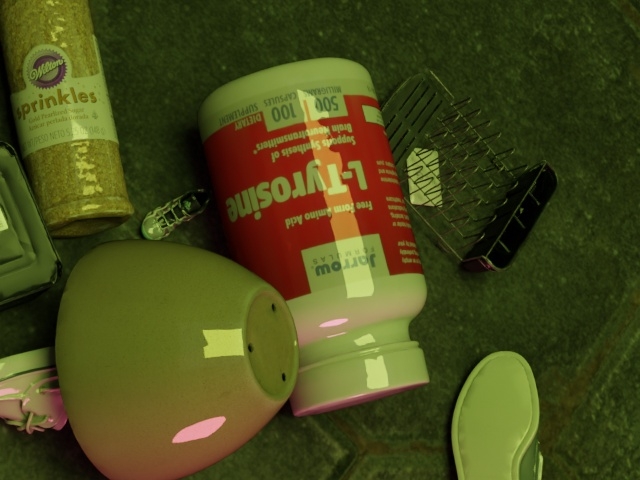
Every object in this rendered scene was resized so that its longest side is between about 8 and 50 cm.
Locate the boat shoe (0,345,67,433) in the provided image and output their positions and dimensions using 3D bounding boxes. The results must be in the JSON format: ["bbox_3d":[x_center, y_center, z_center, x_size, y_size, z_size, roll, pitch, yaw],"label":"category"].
[{"bbox_3d":[-0.315,0.174,1.739,0.267,0.096,0.088,-10,75,-42],"label":"boat shoe"}]

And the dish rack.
[{"bbox_3d":[0.191,-0.103,2.145,0.271,0.074,0.208,46,54,-15],"label":"dish rack"}]

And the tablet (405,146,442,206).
[{"bbox_3d":[0.145,-0.089,2.161,0.054,0.006,0.083,6,71,-30],"label":"tablet"}]

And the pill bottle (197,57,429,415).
[{"bbox_3d":[0.000,0.000,1.905,0.229,0.229,0.408,-8,79,-34],"label":"pill bottle"}]

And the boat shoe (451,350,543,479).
[{"bbox_3d":[0.239,0.306,2.056,0.099,0.116,0.319,61,29,-57],"label":"boat shoe"}]

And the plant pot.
[{"bbox_3d":[-0.136,0.128,1.728,0.284,0.191,0.284,30,55,-58],"label":"plant pot"}]

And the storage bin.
[{"bbox_3d":[-0.386,-0.009,1.752,0.122,0.084,0.180,-21,87,-31],"label":"storage bin"}]

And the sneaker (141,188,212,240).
[{"bbox_3d":[-0.175,-0.038,1.906,0.098,0.069,0.038,-39,96,-35],"label":"sneaker"}]

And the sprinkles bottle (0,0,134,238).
[{"bbox_3d":[-0.313,-0.185,1.837,0.121,0.121,0.355,-7,78,-33],"label":"sprinkles bottle"}]
